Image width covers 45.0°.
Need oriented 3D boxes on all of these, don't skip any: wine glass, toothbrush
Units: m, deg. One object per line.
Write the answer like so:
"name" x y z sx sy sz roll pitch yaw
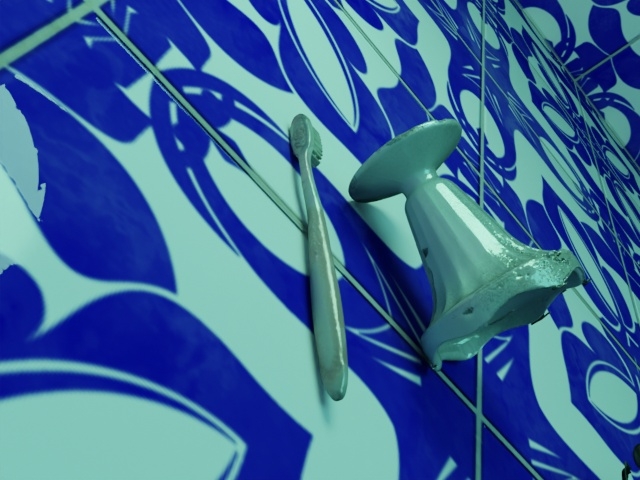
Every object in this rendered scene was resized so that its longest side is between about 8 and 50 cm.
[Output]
"wine glass" 0.125 0.002 0.722 0.164 0.165 0.197 2 51 -57
"toothbrush" 0.000 0.000 0.650 0.029 0.025 0.307 41 30 -41

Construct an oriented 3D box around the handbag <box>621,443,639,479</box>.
"handbag" 0.383 0.324 0.745 0.283 0.149 0.302 55 20 5
